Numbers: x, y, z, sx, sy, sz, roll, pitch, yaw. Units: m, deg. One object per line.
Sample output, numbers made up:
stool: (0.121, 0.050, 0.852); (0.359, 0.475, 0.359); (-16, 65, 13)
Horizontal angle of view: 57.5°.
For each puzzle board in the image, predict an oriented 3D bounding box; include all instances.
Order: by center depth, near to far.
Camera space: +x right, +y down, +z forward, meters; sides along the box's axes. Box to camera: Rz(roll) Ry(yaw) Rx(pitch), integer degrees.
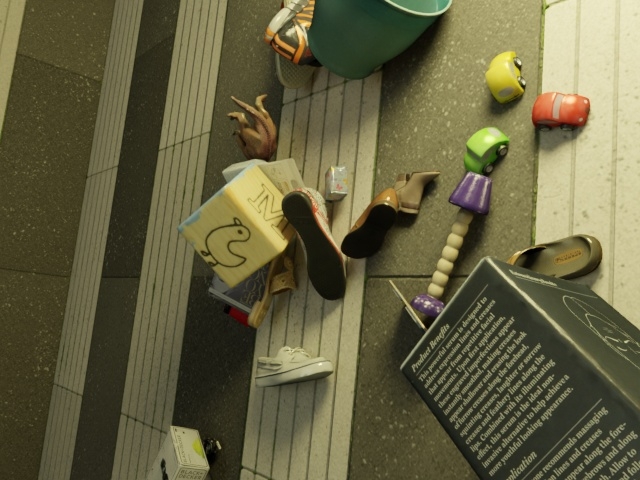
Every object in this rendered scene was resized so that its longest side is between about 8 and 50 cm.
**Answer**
puzzle board: (0.178, 0.142, 1.126); (0.011, 0.096, 0.128); (-37, 49, 4)

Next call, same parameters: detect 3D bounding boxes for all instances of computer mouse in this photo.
computer mouse: (-0.319, 0.693, 1.589); (0.188, 0.072, 0.272); (-43, 38, 37)

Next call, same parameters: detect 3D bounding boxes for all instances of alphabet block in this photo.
alphabet block: (-0.189, -0.039, 1.415); (0.192, 0.197, 0.193); (-36, 11, 29)

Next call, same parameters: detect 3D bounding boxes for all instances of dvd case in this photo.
dvd case: (-0.200, 0.081, 1.578); (0.165, 0.018, 0.221); (25, 102, 16)

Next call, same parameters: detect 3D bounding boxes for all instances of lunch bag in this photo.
lunch bag: (0.036, -0.133, 1.396); (0.083, 0.053, 0.071); (138, 133, -68)

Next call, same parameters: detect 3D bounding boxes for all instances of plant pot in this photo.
plant pot: (0.102, -0.504, 1.275); (0.255, 0.272, 0.271); (-45, 48, 52)

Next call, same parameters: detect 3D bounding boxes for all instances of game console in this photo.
game console: (-0.208, 0.147, 1.639); (0.124, 0.085, 0.144); (-102, 36, -73)

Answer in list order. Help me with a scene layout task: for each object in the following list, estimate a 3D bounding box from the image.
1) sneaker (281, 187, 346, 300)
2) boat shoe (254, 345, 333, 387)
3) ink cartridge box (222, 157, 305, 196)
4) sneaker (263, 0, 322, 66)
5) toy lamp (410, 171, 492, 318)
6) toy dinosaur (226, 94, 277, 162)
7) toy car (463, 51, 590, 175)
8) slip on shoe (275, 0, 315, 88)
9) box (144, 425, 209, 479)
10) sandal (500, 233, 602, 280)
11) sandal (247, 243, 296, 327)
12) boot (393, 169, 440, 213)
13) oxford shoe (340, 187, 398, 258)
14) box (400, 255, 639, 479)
sneaker: (0.001, -0.001, 1.380); (0.090, 0.145, 0.270); (-23, 97, 16)
boat shoe: (-0.069, 0.293, 1.381); (0.267, 0.096, 0.088); (-28, 64, 52)
ink cartridge box: (-0.120, -0.122, 1.505); (0.232, 0.066, 0.189); (-8, 118, 30)
sneaker: (0.011, -0.561, 1.498); (0.321, 0.180, 0.124); (-54, 3, -18)
toy lamp: (0.247, 0.007, 1.092); (0.080, 0.080, 0.274); (32, 104, 49)
toy dinosaur: (-0.153, -0.249, 1.536); (0.295, 0.127, 0.200); (86, 164, -57)
toy car: (0.334, -0.214, 1.066); (0.225, 0.053, 0.239); (-56, 44, 23)
slip on shoe: (-0.067, -0.563, 1.601); (0.101, 0.123, 0.331); (145, 128, -68)
box: (-0.415, 0.679, 1.593); (0.289, 0.087, 0.169); (-64, 29, 9)
sandal: (0.353, 0.051, 0.968); (0.219, 0.060, 0.090); (-29, 59, 42)
sandal: (-0.100, 0.120, 1.485); (0.079, 0.088, 0.240); (23, 88, 16)
boot: (0.198, -0.098, 1.212); (0.118, 0.042, 0.086); (-2, 85, 50)
oxford shoe: (0.112, -0.033, 1.268); (0.212, 0.076, 0.076); (-52, 14, 46)
box: (0.350, 0.236, 0.741); (0.212, 0.294, 0.395); (-58, 43, 22)
